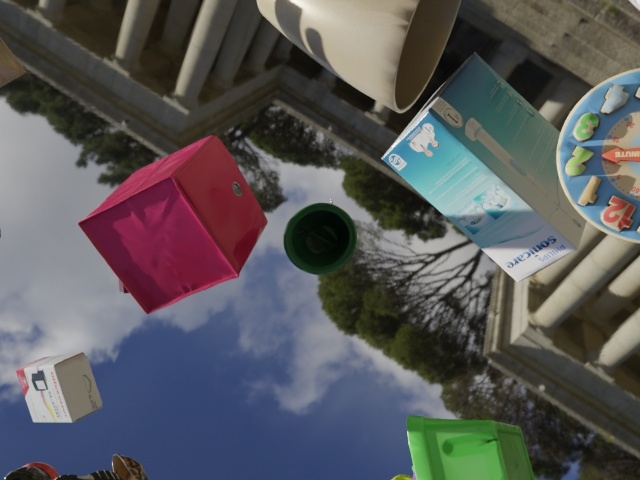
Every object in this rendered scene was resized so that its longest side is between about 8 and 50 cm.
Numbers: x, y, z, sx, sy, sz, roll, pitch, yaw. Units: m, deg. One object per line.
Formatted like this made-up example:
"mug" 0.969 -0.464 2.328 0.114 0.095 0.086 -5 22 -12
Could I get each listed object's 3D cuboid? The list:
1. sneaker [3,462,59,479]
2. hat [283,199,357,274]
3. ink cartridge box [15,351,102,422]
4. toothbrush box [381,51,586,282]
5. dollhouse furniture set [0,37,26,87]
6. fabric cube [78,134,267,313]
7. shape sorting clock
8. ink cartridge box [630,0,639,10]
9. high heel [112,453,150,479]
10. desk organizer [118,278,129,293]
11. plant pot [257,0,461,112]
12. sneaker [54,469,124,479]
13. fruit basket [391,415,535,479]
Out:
"sneaker" -0.512 0.501 0.964 0.098 0.135 0.275 8 -118 -4
"hat" 0.000 0.000 1.516 0.209 0.183 0.172 -33 -93 -11
"ink cartridge box" -0.554 0.312 1.254 0.072 0.175 0.127 -21 -85 -51
"toothbrush box" 0.279 -0.118 0.937 0.296 0.126 0.216 40 -130 -3
"dollhouse furniture set" -0.618 -0.324 1.002 0.144 0.123 0.151 -36 -130 -13
"fabric cube" -0.307 -0.041 1.307 0.254 0.259 0.258 61 -159 -20
"shape sorting clock" 0.379 -0.098 0.674 0.206 0.206 0.040 41 -169 14
"ink cartridge box" 0.597 -0.437 1.008 0.067 0.115 0.198 20 -140 -46
"high heel" -0.444 0.585 1.348 0.186 0.093 0.261 46 174 4
"desk organizer" -0.448 0.057 1.390 0.047 0.050 0.130 -3 -90 -31
"plant pot" 0.049 -0.369 0.921 0.274 0.256 0.256 26 -149 16
"sneaker" -0.285 0.310 0.724 0.109 0.043 0.040 25 -170 -48
"fruit basket" 0.251 0.529 1.266 0.392 0.392 0.282 7 -119 -32
